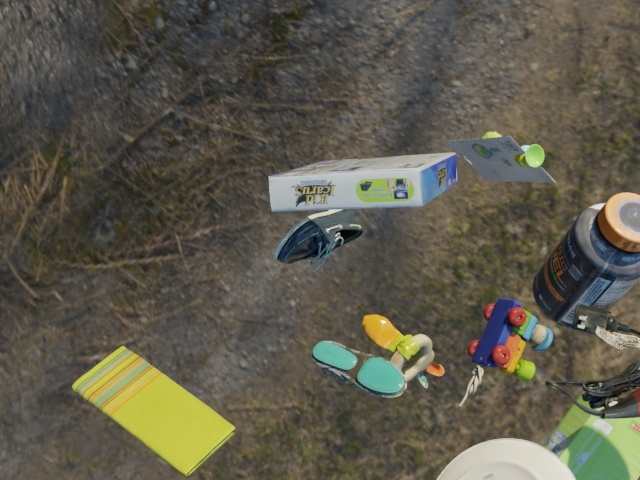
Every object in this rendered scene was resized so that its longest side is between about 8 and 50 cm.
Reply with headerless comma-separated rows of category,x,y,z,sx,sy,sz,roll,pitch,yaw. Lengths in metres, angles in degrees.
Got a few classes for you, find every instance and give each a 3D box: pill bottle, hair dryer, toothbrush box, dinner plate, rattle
pill bottle,0.430,0.029,1.303,0.130,0.130,0.245,-13,151,-18
hair dryer,0.425,0.196,1.027,0.293,0.223,0.080,19,124,15
toothbrush box,0.615,0.492,1.871,0.206,0.122,0.283,35,90,-4
dinner plate,0.147,0.229,0.696,0.141,0.141,0.017,-43,132,0
rattle,0.181,0.248,1.874,0.200,0.143,0.130,18,91,-59

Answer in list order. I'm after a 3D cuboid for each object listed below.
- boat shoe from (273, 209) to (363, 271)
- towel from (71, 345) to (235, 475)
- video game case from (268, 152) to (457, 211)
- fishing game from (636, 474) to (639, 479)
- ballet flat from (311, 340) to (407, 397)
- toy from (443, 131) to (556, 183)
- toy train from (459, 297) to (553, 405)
boat shoe,0.000,0.000,1.687,0.095,0.079,0.254,-53,165,30
towel,-0.240,0.240,1.202,0.102,0.237,0.021,-39,146,-36
video game case,0.079,-0.098,1.387,0.244,0.269,0.061,0,100,21
fishing game,0.506,0.352,1.014,0.041,0.264,0.189,-16,131,-49
ballet flat,0.043,0.134,0.854,0.041,0.114,0.041,-27,127,-43
toy,0.355,-0.171,1.646,0.137,0.237,0.056,39,83,-20
toy train,0.389,0.260,1.778,0.143,0.105,0.248,30,78,-22
